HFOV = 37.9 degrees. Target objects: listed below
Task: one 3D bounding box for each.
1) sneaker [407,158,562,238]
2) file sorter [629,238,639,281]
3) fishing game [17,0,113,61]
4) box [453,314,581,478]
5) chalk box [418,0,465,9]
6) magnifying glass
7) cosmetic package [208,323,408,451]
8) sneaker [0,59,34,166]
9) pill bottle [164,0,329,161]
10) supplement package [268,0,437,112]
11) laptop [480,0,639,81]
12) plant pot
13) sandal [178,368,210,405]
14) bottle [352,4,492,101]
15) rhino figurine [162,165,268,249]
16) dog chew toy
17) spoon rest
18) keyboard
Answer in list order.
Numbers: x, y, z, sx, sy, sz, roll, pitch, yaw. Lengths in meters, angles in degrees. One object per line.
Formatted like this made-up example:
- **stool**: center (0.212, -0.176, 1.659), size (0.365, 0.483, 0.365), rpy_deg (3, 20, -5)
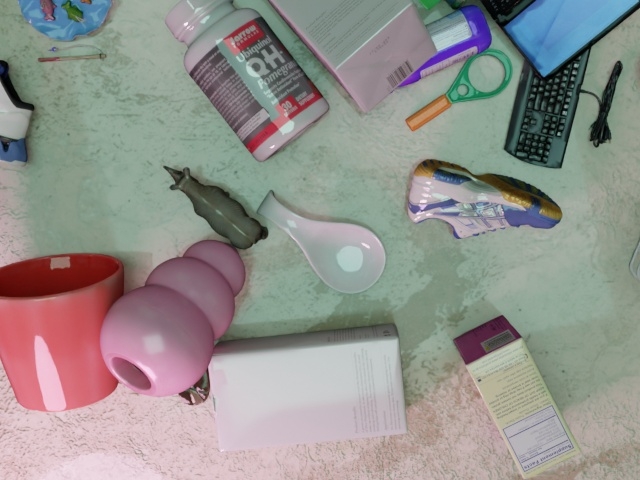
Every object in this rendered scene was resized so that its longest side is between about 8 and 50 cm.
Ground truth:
- **sneaker**: center (0.313, -0.061, 1.807), size (0.296, 0.112, 0.131), rpy_deg (16, 114, 1)
- **file sorter**: center (0.709, 0.043, 1.712), size (0.192, 0.278, 0.173), rpy_deg (21, 100, -1)
- **fishing game**: center (-0.491, -0.471, 1.775), size (0.189, 0.041, 0.264), rpy_deg (-3, 110, 1)
- **box**: center (0.368, 0.290, 1.773), size (0.117, 0.213, 0.243), rpy_deg (-27, 95, 4)
- **chalk box**: center (0.258, -0.521, 1.733), size (0.213, 0.132, 0.132), rpy_deg (-41, 95, 6)
- **magnifying glass**: center (0.269, -0.288, 1.812), size (0.231, 0.026, 0.092), rpy_deg (-34, 95, 3)
- **cosmetic package**: center (-0.022, 0.283, 1.812), size (0.365, 0.155, 0.197), rpy_deg (-4, 95, 3)
- **sneaker**: center (-0.689, -0.280, 1.793), size (0.315, 0.127, 0.182), rpy_deg (21, 93, -8)
- **pill bottle**: center (-0.143, -0.319, 1.739), size (0.176, 0.176, 0.318), rpy_deg (-38, 94, 5)
- **supplement package**: center (0.039, -0.410, 1.668), size (0.177, 0.175, 0.293), rpy_deg (-40, 63, 5)
- **laptop**: center (0.428, -0.451, 1.680), size (0.234, 0.264, 0.136), rpy_deg (-39, 62, 13)
- **plant pot**: center (-0.494, 0.176, 1.772), size (0.275, 0.275, 0.243), rpy_deg (-4, 106, 2)
- **sandal**: center (-0.249, 0.216, 1.857), size (0.090, 0.060, 0.219), rpy_deg (-4, 93, 6)
- **bottle**: center (0.178, -0.349, 1.759), size (0.282, 0.118, 0.092), rpy_deg (-24, 96, 4)
- **rhino figurine**: center (-0.208, -0.070, 1.802), size (0.243, 0.106, 0.073), rpy_deg (40, 95, -3)
- **dog chew toy**: center (-0.255, 0.127, 1.725), size (0.206, 0.206, 0.332), rpy_deg (37, 53, -3)
- **spoon rest**: center (0.000, 0.000, 1.817), size (0.276, 0.084, 0.137), rpy_deg (32, 96, -1)
- **keyboard**: center (0.486, -0.295, 1.801), size (0.201, 0.033, 0.317), rpy_deg (12, 97, 0)
